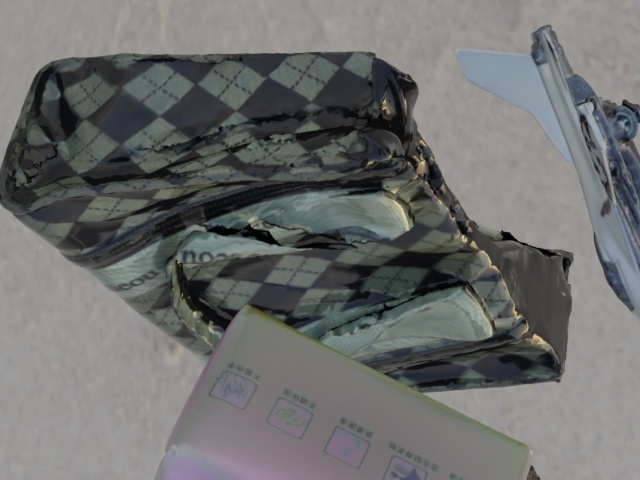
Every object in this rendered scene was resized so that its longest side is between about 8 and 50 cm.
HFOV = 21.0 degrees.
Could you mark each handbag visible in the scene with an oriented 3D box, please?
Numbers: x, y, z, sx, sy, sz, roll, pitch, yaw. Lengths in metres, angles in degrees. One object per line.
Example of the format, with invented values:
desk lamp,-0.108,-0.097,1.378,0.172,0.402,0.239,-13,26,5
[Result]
handbag,0.000,0.000,1.342,0.316,0.180,0.416,-6,151,30

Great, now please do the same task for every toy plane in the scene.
toy plane,0.180,-0.044,1.075,0.082,0.160,0.234,-35,94,4

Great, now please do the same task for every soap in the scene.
soap,-0.004,0.171,0.999,0.199,0.138,0.182,27,135,4

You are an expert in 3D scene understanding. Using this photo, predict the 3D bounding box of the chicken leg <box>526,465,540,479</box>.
chicken leg,0.156,0.238,1.374,0.063,0.105,0.234,-30,130,-18
